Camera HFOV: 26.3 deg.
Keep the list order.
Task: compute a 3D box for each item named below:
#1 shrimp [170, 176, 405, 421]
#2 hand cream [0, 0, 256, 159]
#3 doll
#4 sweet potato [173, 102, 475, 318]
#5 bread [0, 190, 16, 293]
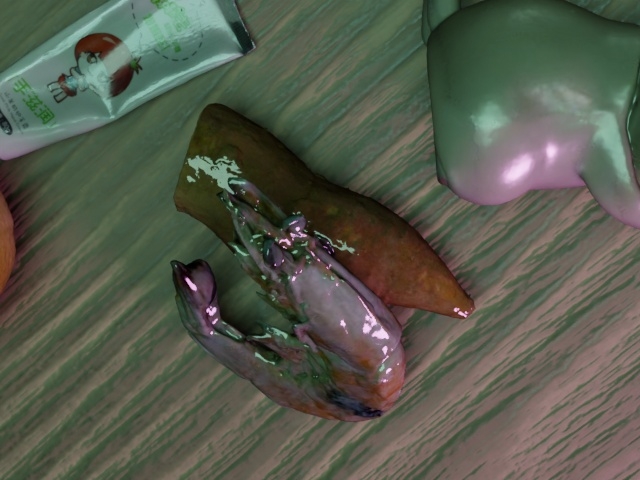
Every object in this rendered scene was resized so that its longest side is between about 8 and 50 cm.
[{"bbox_3d":[-0.043,0.070,1.343,0.246,0.085,0.360,3,141,26],"label":"shrimp"},{"bbox_3d":[-0.236,-0.178,1.430,0.336,0.076,0.121,-27,96,5],"label":"hand cream"},{"bbox_3d":[0.255,-0.120,1.285,0.370,0.215,0.226,13,85,8],"label":"doll"},{"bbox_3d":[0.000,-0.001,1.386,0.336,0.131,0.131,34,102,4],"label":"sweet potato"},{"bbox_3d":[-0.442,-0.002,1.407,0.269,0.148,0.270,7,125,10],"label":"bread"}]
